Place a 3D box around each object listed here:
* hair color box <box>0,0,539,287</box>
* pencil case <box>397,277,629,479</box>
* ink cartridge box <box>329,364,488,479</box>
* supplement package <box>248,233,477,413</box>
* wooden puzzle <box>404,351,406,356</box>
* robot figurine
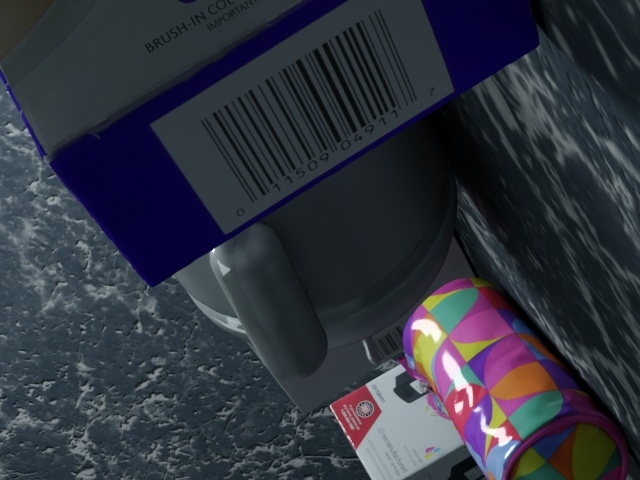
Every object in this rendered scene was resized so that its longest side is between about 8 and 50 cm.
[{"bbox_3d":[-0.079,-0.169,0.656,0.339,0.185,0.110,57,178,34],"label":"hair color box"},{"bbox_3d":[0.137,0.117,1.161,0.104,0.104,0.236,59,178,-27],"label":"pencil case"},{"bbox_3d":[0.117,0.173,1.507,0.127,0.175,0.072,56,175,45],"label":"ink cartridge box"},{"bbox_3d":[0.000,0.000,1.393,0.203,0.194,0.149,58,180,44],"label":"supplement package"},{"bbox_3d":[0.090,0.051,2.037,0.347,0.081,0.322,63,180,25],"label":"wooden puzzle"},{"bbox_3d":[-0.031,-0.062,1.013,0.353,0.200,0.299,60,-154,-47],"label":"robot figurine"}]
